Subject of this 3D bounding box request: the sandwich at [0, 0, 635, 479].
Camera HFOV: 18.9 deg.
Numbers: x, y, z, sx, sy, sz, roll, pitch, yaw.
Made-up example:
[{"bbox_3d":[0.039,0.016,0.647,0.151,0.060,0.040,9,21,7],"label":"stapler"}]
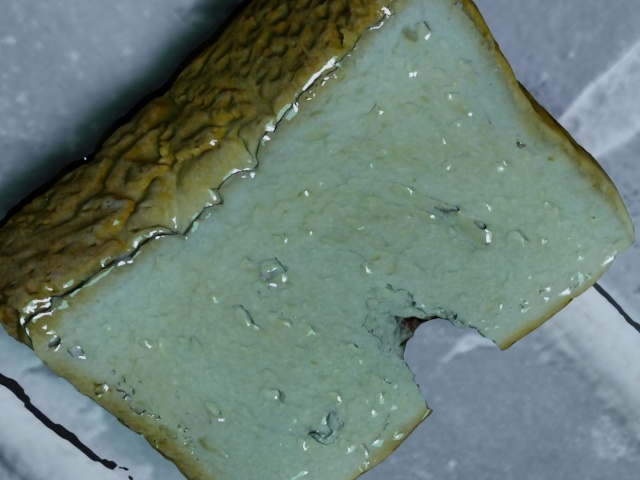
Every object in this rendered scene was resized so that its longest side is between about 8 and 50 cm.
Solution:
[{"bbox_3d":[0.001,0.001,0.970,0.273,0.095,0.249,-41,130,5],"label":"sandwich"}]
